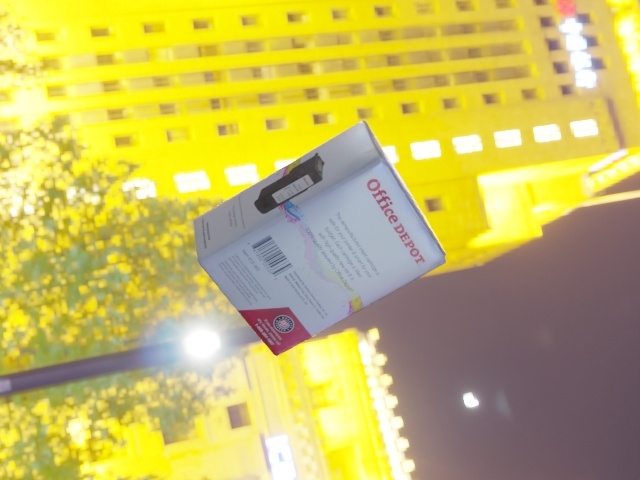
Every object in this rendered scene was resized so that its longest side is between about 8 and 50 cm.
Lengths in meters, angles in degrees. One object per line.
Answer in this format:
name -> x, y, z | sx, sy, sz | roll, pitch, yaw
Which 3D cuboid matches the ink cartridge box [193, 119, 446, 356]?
ink cartridge box -> 0.000, 0.000, 0.880 | 0.127, 0.175, 0.072 | 55, 10, -33
